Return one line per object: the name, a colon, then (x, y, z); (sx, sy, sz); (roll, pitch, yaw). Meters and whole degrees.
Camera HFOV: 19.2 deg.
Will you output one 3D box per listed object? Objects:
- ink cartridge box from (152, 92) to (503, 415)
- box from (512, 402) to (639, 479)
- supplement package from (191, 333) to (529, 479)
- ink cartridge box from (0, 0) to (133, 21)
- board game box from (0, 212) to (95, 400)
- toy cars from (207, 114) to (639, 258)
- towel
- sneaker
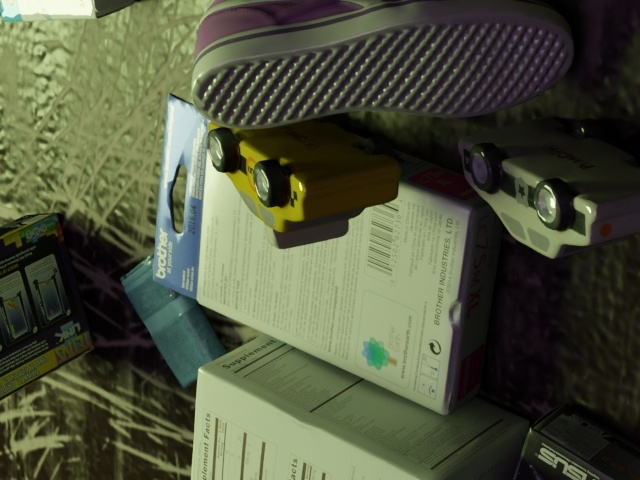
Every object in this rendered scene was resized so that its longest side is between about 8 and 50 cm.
ink cartridge box: (0.000, 0.000, 1.553); (0.311, 0.065, 0.186); (21, 120, 28)
box: (0.247, 0.260, 1.467); (0.231, 0.056, 0.183); (31, 126, 26)
supplement package: (0.028, 0.181, 1.559); (0.244, 0.139, 0.134); (23, 122, 32)
ink cartridge box: (-0.227, -0.239, 1.643); (0.122, 0.052, 0.089); (5, 112, 40)
board game box: (-0.298, 0.067, 1.759); (0.048, 0.170, 0.141); (-2, 107, 39)
toy cars: (0.082, -0.032, 1.375); (0.393, 0.176, 0.087); (5, 114, 24)
towel: (-0.131, 0.069, 1.717); (0.067, 0.029, 0.119); (-33, 86, 44)
sneaker: (0.046, -0.176, 1.410); (0.282, 0.161, 0.102); (-2, 137, 8)
